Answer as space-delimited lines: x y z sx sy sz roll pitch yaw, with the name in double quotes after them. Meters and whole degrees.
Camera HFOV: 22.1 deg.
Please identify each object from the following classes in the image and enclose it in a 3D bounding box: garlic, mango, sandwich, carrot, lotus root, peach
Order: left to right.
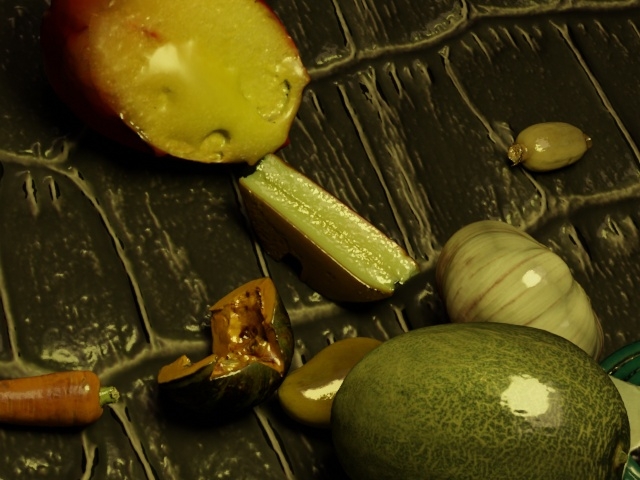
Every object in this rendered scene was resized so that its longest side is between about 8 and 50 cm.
-0.345 0.177 1.760 0.256 0.061 0.061 -4 53 -14 "carrot"
-0.177 -0.225 2.029 0.338 0.281 0.281 32 46 5 "peach"
0.000 0.000 2.034 0.244 0.088 0.090 39 56 6 "sandwich"
0.023 0.169 1.904 0.161 0.076 0.103 -17 63 -29 "mango"
0.200 0.104 1.980 0.253 0.245 0.245 -32 63 1 "garlic"
0.319 -0.132 2.297 0.150 0.062 0.073 -12 57 -33 "lotus root"

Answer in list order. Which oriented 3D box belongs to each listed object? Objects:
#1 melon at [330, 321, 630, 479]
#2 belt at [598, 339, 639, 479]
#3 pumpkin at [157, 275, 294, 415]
0.169 0.207 1.758 0.329 0.249 0.248 4 39 27 "melon"
0.468 0.265 1.950 0.436 0.173 0.300 1 50 -22 "belt"
-0.095 0.137 1.855 0.183 0.119 0.108 -48 115 -38 "pumpkin"
